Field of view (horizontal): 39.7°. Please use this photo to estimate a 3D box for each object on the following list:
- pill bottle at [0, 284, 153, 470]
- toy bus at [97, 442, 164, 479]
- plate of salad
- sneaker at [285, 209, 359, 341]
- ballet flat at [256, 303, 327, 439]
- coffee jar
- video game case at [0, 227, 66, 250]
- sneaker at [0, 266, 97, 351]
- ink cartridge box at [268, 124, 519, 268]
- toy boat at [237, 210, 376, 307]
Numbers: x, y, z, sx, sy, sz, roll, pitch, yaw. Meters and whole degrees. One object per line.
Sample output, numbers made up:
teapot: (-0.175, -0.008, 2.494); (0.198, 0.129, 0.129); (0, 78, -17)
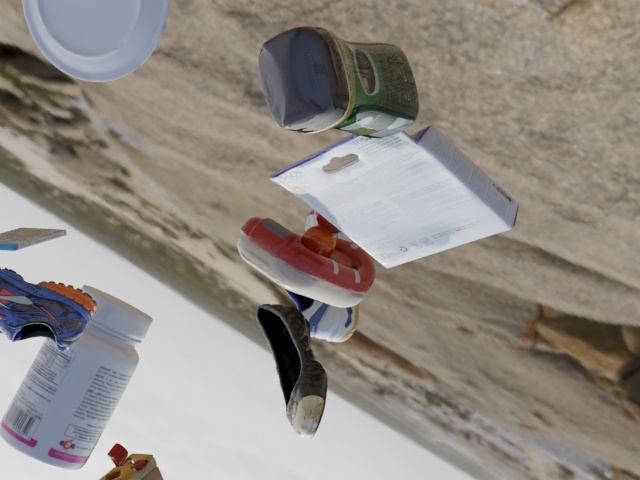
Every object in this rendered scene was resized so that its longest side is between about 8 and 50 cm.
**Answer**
pill bottle: (-0.410, 0.230, 1.511); (0.160, 0.283, 0.160); (27, 175, 3)
toy bus: (-0.398, 0.502, 1.721); (0.104, 0.190, 0.202); (-8, 151, 38)
plate of salad: (-0.264, -0.289, 1.050); (0.200, 0.199, 0.048); (33, -161, 9)
sneaker: (-0.010, 0.052, 1.715); (0.131, 0.296, 0.112); (10, 141, -25)
ballet flat: (-0.028, 0.115, 0.784); (0.049, 0.057, 0.173); (18, -158, -20)
coffee jar: (0.020, -0.149, 0.853); (0.079, 0.096, 0.184); (-18, 174, 32)
video game case: (-0.618, -0.004, 1.811); (0.119, 0.015, 0.166); (3, -168, 20)
sneaker: (-0.417, 0.089, 1.186); (0.221, 0.087, 0.083); (14, 154, -7)
ink cartridge box: (0.087, -0.063, 1.087); (0.224, 0.045, 0.223); (37, 145, -27)
toy boat: (0.000, 0.000, 1.286); (0.151, 0.151, 0.231); (33, -175, 35)
